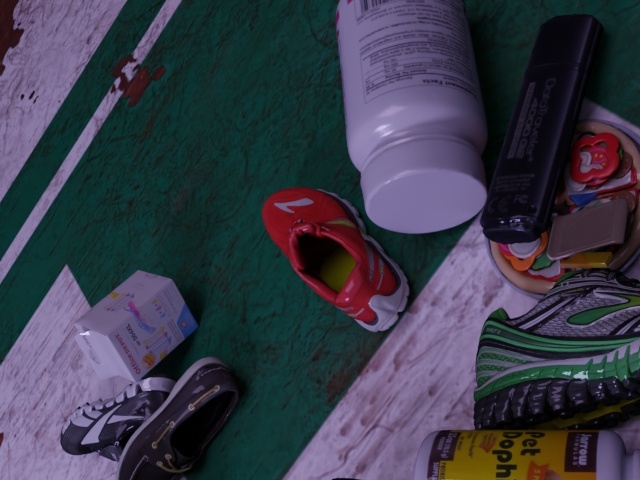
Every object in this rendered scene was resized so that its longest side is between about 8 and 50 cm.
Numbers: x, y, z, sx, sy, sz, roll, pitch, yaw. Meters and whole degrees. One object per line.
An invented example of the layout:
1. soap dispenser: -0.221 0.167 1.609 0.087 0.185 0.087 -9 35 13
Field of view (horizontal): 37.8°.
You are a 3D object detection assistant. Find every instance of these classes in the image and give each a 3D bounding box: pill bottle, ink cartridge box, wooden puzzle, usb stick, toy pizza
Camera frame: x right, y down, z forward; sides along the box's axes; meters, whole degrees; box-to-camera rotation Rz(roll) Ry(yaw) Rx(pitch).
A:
1. pill bottle: 0.196 0.223 0.812 0.215 0.117 0.117 -5 66 21
2. ink cartridge box: -0.263 0.125 1.308 0.090 0.092 0.143 10 44 45
3. pill bottle: 0.105 -0.162 1.079 0.160 0.160 0.283 -26 55 34
4. wooden puzzle: 0.254 -0.008 0.887 0.078 0.014 0.116 -10 35 38
5. usb stick: 0.234 -0.123 0.982 0.077 0.045 0.278 -1 59 42
6. toy pizza: 0.251 -0.037 0.969 0.201 0.032 0.201 -21 57 36

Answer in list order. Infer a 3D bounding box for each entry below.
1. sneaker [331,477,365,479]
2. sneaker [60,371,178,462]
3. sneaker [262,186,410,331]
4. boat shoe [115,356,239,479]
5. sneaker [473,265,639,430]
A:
1. sneaker: 0.109 0.344 0.893 0.300 0.111 0.121 27 107 49
2. sneaker: -0.290 0.275 1.320 0.234 0.078 0.106 -30 50 29
3. sneaker: 0.000 0.000 1.135 0.107 0.118 0.279 -57 43 7
4. boat shoe: -0.188 0.260 1.223 0.228 0.081 0.068 -56 39 5
5. sneaker: 0.273 0.072 0.821 0.343 0.134 0.146 -24 54 36
